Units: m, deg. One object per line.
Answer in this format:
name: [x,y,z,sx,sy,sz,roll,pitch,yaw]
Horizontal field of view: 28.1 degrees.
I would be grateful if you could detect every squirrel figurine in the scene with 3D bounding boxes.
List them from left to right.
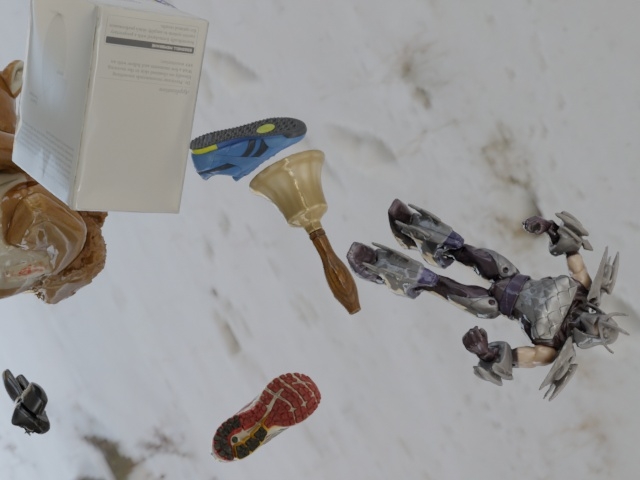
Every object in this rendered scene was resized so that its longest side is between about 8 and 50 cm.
squirrel figurine: [-0.505,-0.099,2.069,0.397,0.281,0.370,25,-142,-59]

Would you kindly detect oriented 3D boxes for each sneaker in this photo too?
sneaker: [-0.116,-0.150,2.152,0.069,0.209,0.082,-77,-28,-60]
sneaker: [-0.099,0.298,2.162,0.088,0.225,0.093,58,154,7]

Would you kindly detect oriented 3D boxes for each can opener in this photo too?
can opener: [-0.457,0.248,1.995,0.059,0.073,0.186,39,176,-28]

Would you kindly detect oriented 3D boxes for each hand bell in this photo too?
hand bell: [0.000,0.000,1.890,0.242,0.126,0.126,64,159,14]

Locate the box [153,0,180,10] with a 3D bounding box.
box: [-0.261,-0.331,1.842,0.169,0.059,0.054,29,-166,-21]

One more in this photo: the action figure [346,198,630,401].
action figure: [0.175,0.049,1.279,0.285,0.185,0.099,21,156,30]

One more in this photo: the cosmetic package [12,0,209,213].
cosmetic package: [-0.246,-0.166,1.464,0.224,0.138,0.224,31,114,55]
